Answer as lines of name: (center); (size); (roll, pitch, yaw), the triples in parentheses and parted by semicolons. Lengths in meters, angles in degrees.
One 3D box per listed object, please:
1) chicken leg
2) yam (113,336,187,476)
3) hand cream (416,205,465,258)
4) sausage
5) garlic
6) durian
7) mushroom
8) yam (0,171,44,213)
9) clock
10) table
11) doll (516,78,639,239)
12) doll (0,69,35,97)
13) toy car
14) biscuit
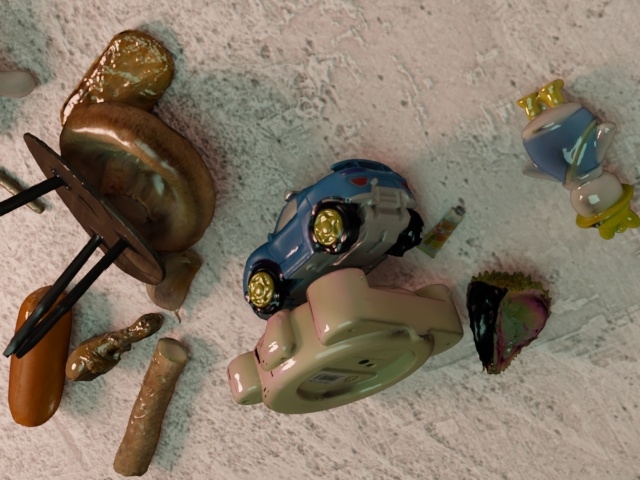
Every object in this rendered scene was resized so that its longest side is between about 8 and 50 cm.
chicken leg: (-0.354, 0.177, 2.070); (0.198, 0.085, 0.069); (-31, 75, 15)
yam: (-0.298, 0.294, 2.105); (0.066, 0.066, 0.299); (26, 119, 8)
hand cream: (0.185, -0.013, 1.819); (0.035, 0.022, 0.102); (34, 124, -6)
sausage: (-0.495, 0.207, 2.115); (0.105, 0.105, 0.274); (19, 117, 12)
garlic: (-0.253, 0.070, 1.988); (0.084, 0.066, 0.152); (28, 117, 5)
durian: (0.287, 0.105, 1.806); (0.108, 0.119, 0.186); (-11, 127, -15)
mushroom: (-0.286, -0.096, 1.880); (0.278, 0.146, 0.278); (20, 140, 18)
yam: (-0.517, -0.084, 2.045); (0.116, 0.021, 0.021); (38, 120, 3)
clock: (0.031, 0.162, 1.816); (0.309, 0.284, 0.114); (-35, 61, 33)
table: (-0.443, 0.030, 1.846); (0.317, 0.249, 0.317); (41, 162, 17)
doll: (0.359, -0.104, 1.672); (0.135, 0.099, 0.241); (-34, 100, 6)
doll: (-0.653, -0.231, 1.897); (0.243, 0.159, 0.311); (-22, 140, 39)
toy car: (0.000, 0.000, 1.809); (0.314, 0.198, 0.166); (-44, 60, 33)
biscuit: (-0.325, -0.230, 1.906); (0.118, 0.029, 0.247); (39, 121, -10)
